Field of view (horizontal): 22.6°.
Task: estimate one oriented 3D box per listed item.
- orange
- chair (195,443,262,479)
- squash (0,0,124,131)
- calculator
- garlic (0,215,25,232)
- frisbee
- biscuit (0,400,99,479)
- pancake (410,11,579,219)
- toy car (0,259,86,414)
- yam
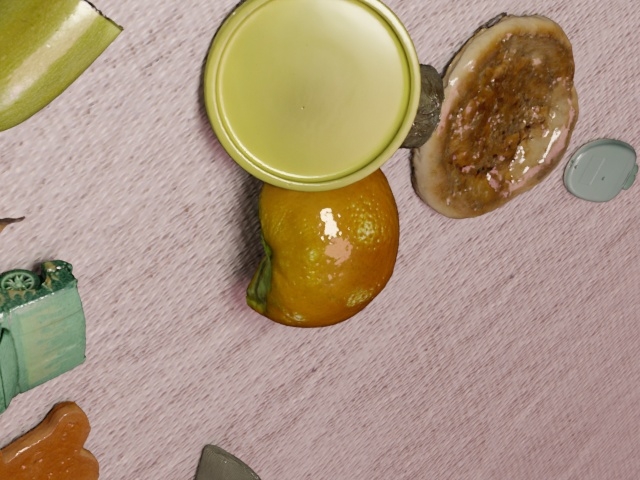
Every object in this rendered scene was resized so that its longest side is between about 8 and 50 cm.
[{"bbox_3d":[0.005,0.000,1.849,0.179,0.158,0.237,-24,132,-48],"label":"orange"},{"bbox_3d":[-0.175,0.441,2.049,0.186,0.160,0.319,-18,134,-33],"label":"chair"},{"bbox_3d":[-0.286,-0.171,1.491,0.187,0.123,0.123,-46,140,-3],"label":"squash"},{"bbox_3d":[0.394,-0.096,2.228,0.153,0.021,0.095,10,115,-42],"label":"calculator"},{"bbox_3d":[-0.372,0.025,1.560,0.198,0.128,0.090,-41,124,-4],"label":"garlic"},{"bbox_3d":[-0.009,-0.166,1.725,0.235,0.017,0.236,-2,107,-7],"label":"frisbee"},{"bbox_3d":[-0.371,0.279,1.839,0.250,0.036,0.165,-28,136,-28],"label":"biscuit"},{"bbox_3d":[0.222,-0.151,2.014,0.282,0.049,0.282,-22,130,-28],"label":"pancake"},{"bbox_3d":[-0.387,0.138,1.662,0.320,0.097,0.141,-23,135,-26],"label":"toy car"},{"bbox_3d":[0.060,-0.159,1.823,0.183,0.107,0.107,5,118,-42],"label":"yam"}]
